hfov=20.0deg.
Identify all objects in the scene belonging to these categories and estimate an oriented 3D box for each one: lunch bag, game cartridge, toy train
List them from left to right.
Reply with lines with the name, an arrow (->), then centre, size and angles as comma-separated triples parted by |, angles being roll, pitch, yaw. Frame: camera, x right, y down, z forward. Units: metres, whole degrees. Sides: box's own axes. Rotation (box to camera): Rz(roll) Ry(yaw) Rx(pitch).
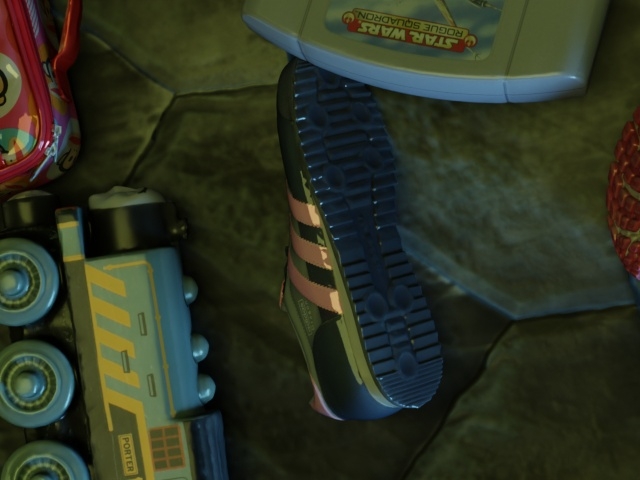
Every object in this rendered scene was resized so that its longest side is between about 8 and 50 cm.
lunch bag -> -0.331, -0.172, 1.615 | 0.258, 0.120, 0.293 | -19, 83, 13
toy train -> -0.189, 0.115, 1.588 | 0.190, 0.142, 0.334 | -9, 87, 3
game cartridge -> 0.092, -0.218, 1.494 | 0.297, 0.062, 0.198 | 12, 70, 15

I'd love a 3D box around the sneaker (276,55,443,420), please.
sneaker -> 0.000, 0.000, 1.542 | 0.131, 0.112, 0.319 | -24, 73, 46

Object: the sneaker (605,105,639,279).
sneaker -> 0.329, -0.093, 1.438 | 0.112, 0.121, 0.299 | 20, 111, -23
